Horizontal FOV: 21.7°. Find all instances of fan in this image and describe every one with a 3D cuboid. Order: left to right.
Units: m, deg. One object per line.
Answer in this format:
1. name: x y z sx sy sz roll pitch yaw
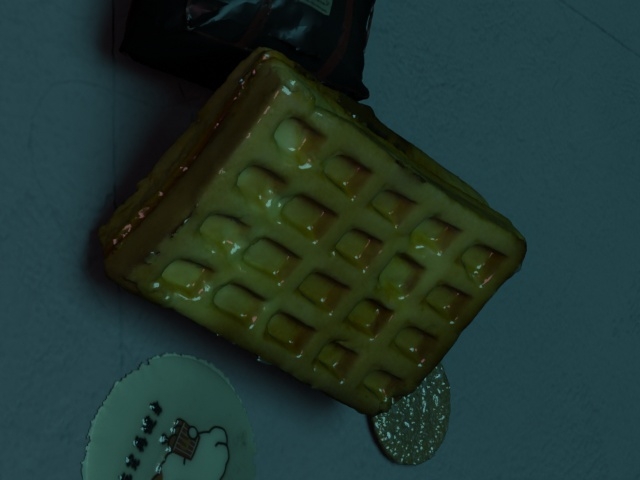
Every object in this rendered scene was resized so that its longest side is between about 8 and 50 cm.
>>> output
1. fan: -0.073 0.222 1.382 0.329 0.009 0.190 44 54 -35

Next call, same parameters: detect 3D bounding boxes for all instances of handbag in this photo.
1. handbag: -0.051 -0.205 1.359 0.215 0.155 0.169 19 66 -42

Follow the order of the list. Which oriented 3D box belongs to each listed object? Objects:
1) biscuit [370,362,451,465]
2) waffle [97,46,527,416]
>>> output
1. biscuit: 0.085 0.153 1.565 0.120 0.015 0.120 8 80 -48
2. waffle: 0.000 0.000 1.360 0.328 0.098 0.224 31 100 -40
